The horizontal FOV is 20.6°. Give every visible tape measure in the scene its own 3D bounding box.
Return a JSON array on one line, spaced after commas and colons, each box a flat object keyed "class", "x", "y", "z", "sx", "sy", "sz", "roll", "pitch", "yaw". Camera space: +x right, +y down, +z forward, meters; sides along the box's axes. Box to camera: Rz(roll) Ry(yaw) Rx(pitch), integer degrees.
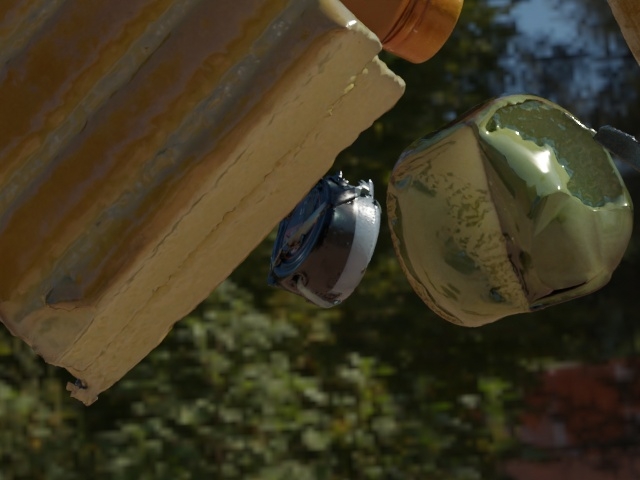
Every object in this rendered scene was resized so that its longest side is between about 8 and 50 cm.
[{"class": "tape measure", "x": 0.001, "y": 0.001, "z": 1.190, "sx": 0.054, "sy": 0.091, "sz": 0.094, "roll": 22, "pitch": -17, "yaw": -22}]

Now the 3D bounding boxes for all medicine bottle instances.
[{"class": "medicine bottle", "x": 0.023, "y": -0.262, "z": 1.734, "sx": 0.222, "sy": 0.149, "sz": 0.112, "roll": 23, "pitch": 2, "yaw": -25}]

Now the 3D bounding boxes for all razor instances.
[{"class": "razor", "x": 0.294, "y": -0.032, "z": 1.366, "sx": 0.190, "sy": 0.033, "sz": 0.066, "roll": 31, "pitch": 14, "yaw": 7}]

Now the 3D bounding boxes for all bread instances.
[{"class": "bread", "x": -0.121, "y": -0.079, "z": 0.936, "sx": 0.246, "sy": 0.239, "sz": 0.111, "roll": -47, "pitch": -28, "yaw": 5}]

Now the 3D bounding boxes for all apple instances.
[{"class": "apple", "x": 0.163, "y": -0.029, "z": 1.543, "sx": 0.207, "sy": 0.188, "sz": 0.174, "roll": -21, "pitch": 2, "yaw": 19}]

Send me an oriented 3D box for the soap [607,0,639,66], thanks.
[{"class": "soap", "x": 0.325, "y": -0.262, "z": 1.652, "sx": 0.073, "sy": 0.232, "sz": 0.140, "roll": -15, "pitch": -54, "yaw": 26}]
